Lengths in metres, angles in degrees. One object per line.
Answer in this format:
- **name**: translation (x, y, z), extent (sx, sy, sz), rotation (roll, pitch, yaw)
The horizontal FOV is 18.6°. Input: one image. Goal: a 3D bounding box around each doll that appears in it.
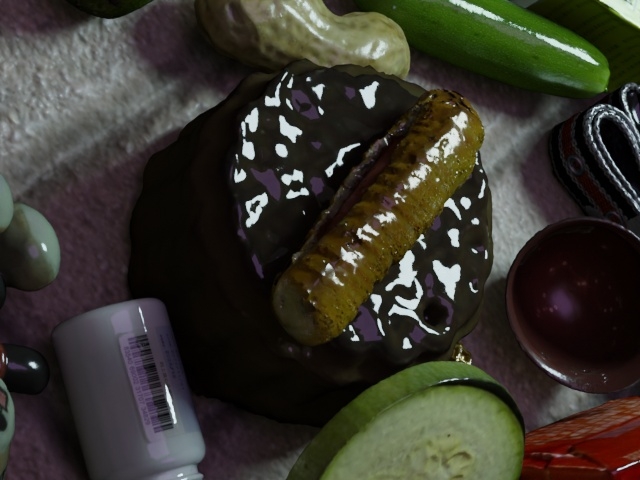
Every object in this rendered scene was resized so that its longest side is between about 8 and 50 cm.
- **doll**: translation (-0.320, 0.096, 1.540), extent (0.174, 0.235, 0.330), rotation (-2, 61, 14)

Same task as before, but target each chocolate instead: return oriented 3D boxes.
- **chocolate**: translation (0.290, 0.219, 1.820), extent (0.237, 0.235, 0.108), rotation (-15, 93, -33)

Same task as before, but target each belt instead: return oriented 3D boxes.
- **belt**: translation (0.338, 0.020, 1.988), extent (0.126, 0.094, 0.359), rotation (-12, 80, -28)

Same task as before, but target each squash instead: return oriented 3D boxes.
- **squash**: translation (0.071, 0.216, 1.704), extent (0.252, 0.049, 0.252), rotation (-20, 128, -27)
- **squash**: translation (0.156, -0.210, 1.958), extent (0.292, 0.082, 0.082), rotation (20, 66, -19)

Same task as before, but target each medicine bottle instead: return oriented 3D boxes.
- **medicine bottle**: translation (-0.157, 0.149, 1.656), extent (0.103, 0.103, 0.186), rotation (-12, 81, -32)
- **medicine bottle**: translation (0.332, -0.241, 2.041), extent (0.250, 0.141, 0.137), rotation (29, 66, -19)

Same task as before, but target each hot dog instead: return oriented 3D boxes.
- **hot dog**: translation (0.054, -0.025, 1.636), extent (0.083, 0.068, 0.289), rotation (47, 53, -13)

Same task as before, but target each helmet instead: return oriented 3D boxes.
- **helmet**: translation (0.258, 0.060, 1.916), extent (0.155, 0.106, 0.175), rotation (-36, 92, 3)

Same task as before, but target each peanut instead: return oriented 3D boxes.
- **peanut**: translation (-0.014, -0.191, 1.852), extent (0.229, 0.098, 0.103), rotation (23, 95, -26)

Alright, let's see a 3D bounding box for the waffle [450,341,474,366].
- **waffle**: translation (0.113, 0.125, 1.871), extent (0.085, 0.016, 0.078), rotation (-3, 72, -31)

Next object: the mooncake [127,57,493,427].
- **mooncake**: translation (0.001, 0.000, 1.746), extent (0.324, 0.187, 0.324), rotation (11, 67, -27)

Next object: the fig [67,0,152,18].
- **fig**: translation (-0.182, -0.271, 1.786), extent (0.123, 0.123, 0.156), rotation (52, 19, -6)
